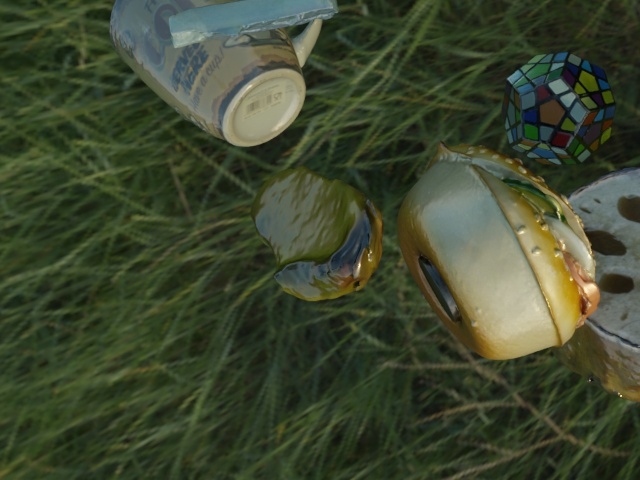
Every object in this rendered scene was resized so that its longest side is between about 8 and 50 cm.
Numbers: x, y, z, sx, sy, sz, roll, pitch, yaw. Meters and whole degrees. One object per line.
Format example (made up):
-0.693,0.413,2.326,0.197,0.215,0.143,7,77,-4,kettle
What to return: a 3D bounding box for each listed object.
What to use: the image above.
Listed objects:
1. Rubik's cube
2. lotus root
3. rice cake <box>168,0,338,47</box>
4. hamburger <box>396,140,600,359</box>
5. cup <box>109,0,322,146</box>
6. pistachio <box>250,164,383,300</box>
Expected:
0.268,-0.148,1.384,0.133,0.133,0.112,14,79,31,Rubik's cube
0.361,0.066,1.296,0.272,0.272,0.192,21,138,28,lotus root
-0.071,-0.233,1.287,0.180,0.030,0.042,-10,71,2,rice cake
0.169,0.015,1.184,0.237,0.147,0.237,57,171,15,hamburger
-0.109,-0.279,1.754,0.257,0.301,0.227,50,161,27,cup
0.000,0.000,0.898,0.089,0.049,0.173,-62,30,0,pistachio
